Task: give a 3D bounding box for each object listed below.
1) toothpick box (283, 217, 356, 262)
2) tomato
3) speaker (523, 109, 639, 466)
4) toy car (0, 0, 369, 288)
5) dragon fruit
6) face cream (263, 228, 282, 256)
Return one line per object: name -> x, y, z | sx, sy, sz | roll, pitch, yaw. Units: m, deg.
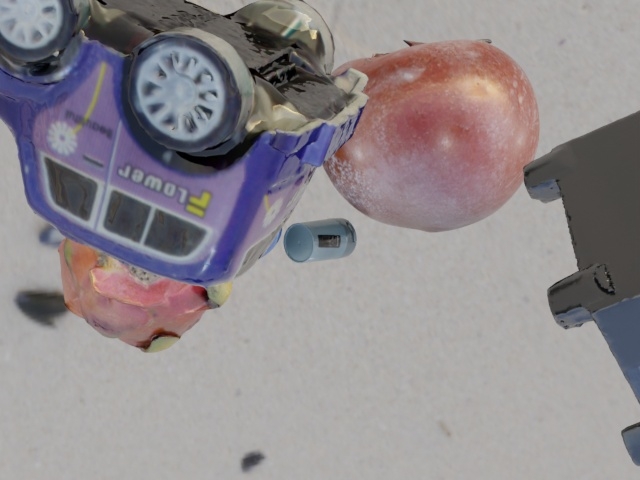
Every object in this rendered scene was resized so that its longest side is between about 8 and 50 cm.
toothpick box -> 0.000, 0.000, 1.490 | 0.083, 0.052, 0.052 | -8, 135, -50
tomato -> 0.131, -0.123, 1.438 | 0.270, 0.270, 0.227 | -8, 89, -11
speaker -> 0.308, 0.005, 0.907 | 0.254, 0.232, 0.184 | -22, 120, 17
toy car -> -0.104, -0.078, 0.699 | 0.235, 0.172, 0.158 | 26, 113, 7
dragon fruit -> -0.278, 0.025, 1.940 | 0.291, 0.290, 0.189 | 10, 164, -23
face cream -> -0.120, -0.103, 1.484 | 0.083, 0.264, 0.149 | -5, 146, -21
